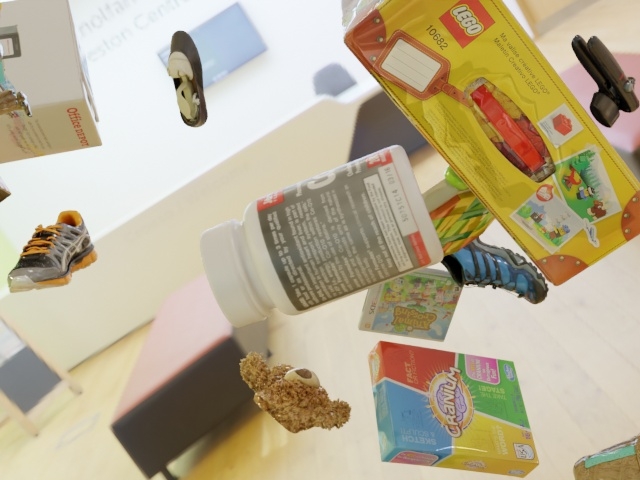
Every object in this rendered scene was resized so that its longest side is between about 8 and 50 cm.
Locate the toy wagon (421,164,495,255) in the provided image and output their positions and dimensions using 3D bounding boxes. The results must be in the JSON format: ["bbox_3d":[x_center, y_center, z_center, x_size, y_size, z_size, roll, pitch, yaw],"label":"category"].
[{"bbox_3d":[0.217,-0.037,1.623,0.345,0.068,0.267,-14,-32,-41],"label":"toy wagon"}]

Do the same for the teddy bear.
[{"bbox_3d":[-0.045,0.309,1.736,0.113,0.245,0.338,-51,-20,-4],"label":"teddy bear"}]

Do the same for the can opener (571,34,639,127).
[{"bbox_3d":[0.412,-0.234,1.215,0.059,0.186,0.073,10,69,38],"label":"can opener"}]

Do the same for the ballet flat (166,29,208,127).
[{"bbox_3d":[-0.277,-0.327,1.744,0.074,0.203,0.074,-8,22,3],"label":"ballet flat"}]

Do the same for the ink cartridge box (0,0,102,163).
[{"bbox_3d":[-0.517,-0.253,1.387,0.270,0.197,0.198,-11,-15,-9],"label":"ink cartridge box"}]

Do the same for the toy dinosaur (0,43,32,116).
[{"bbox_3d":[-0.226,-0.082,0.501,0.093,0.053,0.183,-22,13,-9],"label":"toy dinosaur"}]

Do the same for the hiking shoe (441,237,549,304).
[{"bbox_3d":[0.360,0.069,1.892,0.132,0.304,0.113,-55,-4,-20],"label":"hiking shoe"}]

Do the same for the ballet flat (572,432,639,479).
[{"bbox_3d":[0.301,0.318,0.791,0.124,0.342,0.116,-10,30,19],"label":"ballet flat"}]

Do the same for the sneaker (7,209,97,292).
[{"bbox_3d":[-0.387,0.017,1.205,0.084,0.083,0.215,-5,15,6],"label":"sneaker"}]

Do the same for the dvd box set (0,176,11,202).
[{"bbox_3d":[-0.809,-0.168,1.554,0.308,0.420,0.062,-36,-9,-3],"label":"dvd box set"}]

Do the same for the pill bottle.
[{"bbox_3d":[0.000,0.000,1.088,0.283,0.161,0.161,-21,14,7],"label":"pill bottle"}]

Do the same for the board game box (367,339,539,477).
[{"bbox_3d":[0.261,0.336,1.693,0.064,0.317,0.242,120,153,-44],"label":"board game box"}]

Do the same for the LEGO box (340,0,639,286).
[{"bbox_3d":[0.257,-0.231,1.306,0.193,0.500,0.372,-37,22,18],"label":"LEGO box"}]

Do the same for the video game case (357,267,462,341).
[{"bbox_3d":[0.210,0.144,1.968,0.213,0.193,0.023,9,32,-8],"label":"video game case"}]
